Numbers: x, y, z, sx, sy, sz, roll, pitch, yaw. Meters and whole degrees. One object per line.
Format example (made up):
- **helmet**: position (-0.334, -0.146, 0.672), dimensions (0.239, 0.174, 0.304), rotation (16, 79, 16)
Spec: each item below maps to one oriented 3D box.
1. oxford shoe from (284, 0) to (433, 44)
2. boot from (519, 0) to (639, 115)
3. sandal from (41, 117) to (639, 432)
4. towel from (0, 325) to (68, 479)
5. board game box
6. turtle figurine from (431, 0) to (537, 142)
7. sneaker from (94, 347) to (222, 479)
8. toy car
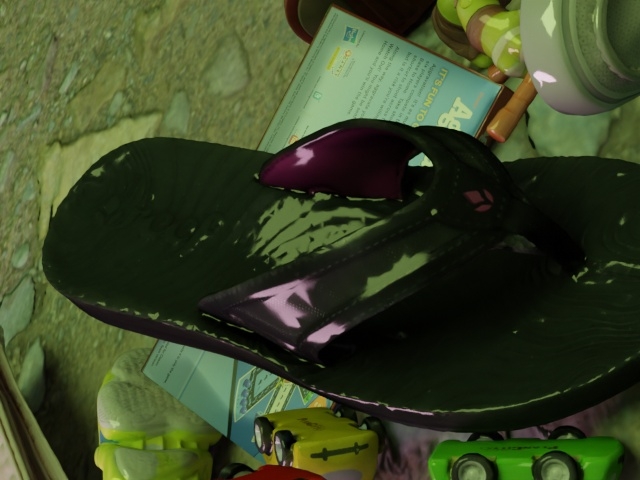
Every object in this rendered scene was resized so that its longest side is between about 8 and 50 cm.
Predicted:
- **oxford shoe**: position (0.091, -0.278, 0.836), dimensions (0.348, 0.123, 0.130), rotation (-38, 41, 30)
- **boot**: position (0.200, -0.142, 0.575), dimensions (0.123, 0.095, 0.258), rotation (-1, 34, 47)
- **sandal**: position (-0.003, 0.002, 0.728), dimensions (0.445, 0.107, 0.168), rotation (4, 60, 33)
- **towel**: position (-0.285, 0.271, 1.020), dimensions (0.317, 0.053, 0.332), rotation (51, 122, 49)
- **board game box**: position (0.000, 0.000, 0.837), dimensions (0.145, 0.027, 0.281), rotation (32, 97, 32)
- **turtle figurine**: position (0.096, -0.166, 0.693), dimensions (0.217, 0.087, 0.270), rotation (74, -155, -80)
- **sneaker**: position (-0.119, 0.179, 0.875), dimensions (0.240, 0.091, 0.126), rotation (-101, 27, -59)
- **toy car**: position (0.043, 0.131, 0.665), dimensions (0.224, 0.239, 0.053), rotation (-4, 95, 15)
